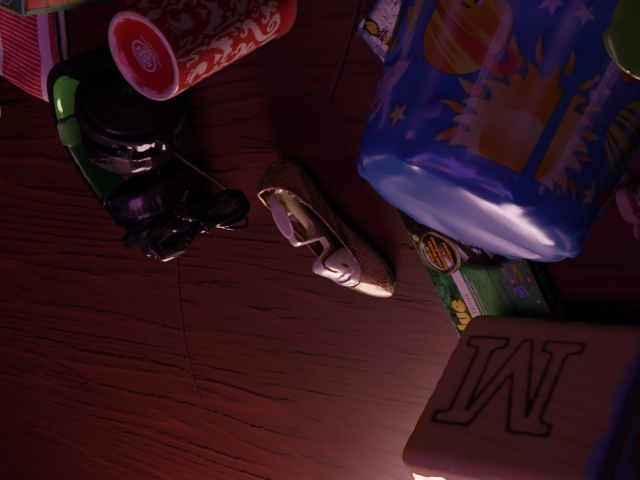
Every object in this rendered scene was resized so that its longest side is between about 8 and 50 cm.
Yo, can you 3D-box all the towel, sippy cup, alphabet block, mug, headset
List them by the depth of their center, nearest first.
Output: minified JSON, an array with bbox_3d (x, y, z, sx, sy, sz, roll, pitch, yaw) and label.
[{"bbox_3d":[0.142,-0.114,0.688,0.240,0.224,0.305,21,169,21],"label":"sippy cup"},{"bbox_3d":[0.230,0.205,0.955,0.197,0.193,0.192,1,134,40],"label":"alphabet block"},{"bbox_3d":[-0.131,-0.226,0.964,0.150,0.169,0.113,36,142,13],"label":"mug"},{"bbox_3d":[-0.229,-0.083,1.172,0.394,0.185,0.244,25,139,43],"label":"headset"},{"bbox_3d":[-0.466,-0.331,1.299,0.329,0.037,0.237,31,140,19],"label":"towel"}]

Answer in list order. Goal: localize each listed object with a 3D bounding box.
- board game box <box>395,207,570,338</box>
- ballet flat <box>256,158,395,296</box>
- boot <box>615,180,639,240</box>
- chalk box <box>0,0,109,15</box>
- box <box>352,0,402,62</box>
[{"bbox_3d":[0.157,0.005,1.010,0.136,0.030,0.260,-8,117,44],"label":"board game box"},{"bbox_3d":[0.000,0.000,1.122,0.206,0.067,0.073,47,142,-1],"label":"ballet flat"},{"bbox_3d":[0.294,-0.040,0.830,0.087,0.042,0.119,4,125,44],"label":"boot"},{"bbox_3d":[-0.307,-0.325,1.052,0.213,0.132,0.132,26,120,27],"label":"chalk box"},{"bbox_3d":[0.103,-0.177,0.899,0.137,0.027,0.094,46,141,2],"label":"box"}]
